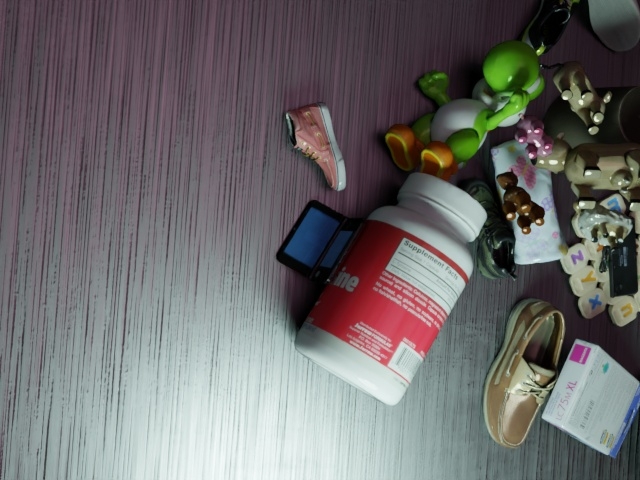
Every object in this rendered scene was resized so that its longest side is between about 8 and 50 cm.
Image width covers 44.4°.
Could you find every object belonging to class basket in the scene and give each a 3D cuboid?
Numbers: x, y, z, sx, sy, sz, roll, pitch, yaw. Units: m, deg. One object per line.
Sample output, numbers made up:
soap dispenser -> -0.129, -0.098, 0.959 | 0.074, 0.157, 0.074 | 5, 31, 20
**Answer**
basket -> 0.600, -0.244, 1.643 | 0.154, 0.227, 0.204 | 31, 80, -18

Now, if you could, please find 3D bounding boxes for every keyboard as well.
keyboard -> 0.664, 0.037, 1.759 | 0.108, 0.023, 0.180 | -5, 92, -26

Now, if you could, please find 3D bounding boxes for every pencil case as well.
pencil case -> 0.441, -0.083, 1.648 | 0.124, 0.113, 0.273 | -13, 95, 2

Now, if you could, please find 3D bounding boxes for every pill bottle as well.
pill bottle -> 0.143, 0.085, 1.486 | 0.229, 0.229, 0.407 | 35, 80, -17

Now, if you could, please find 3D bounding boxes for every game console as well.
game console -> 0.000, 0.000, 1.488 | 0.085, 0.124, 0.144 | 34, 80, -18

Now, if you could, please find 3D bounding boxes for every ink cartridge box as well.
ink cartridge box -> 0.601, 0.350, 1.702 | 0.311, 0.065, 0.185 | 33, 80, -41

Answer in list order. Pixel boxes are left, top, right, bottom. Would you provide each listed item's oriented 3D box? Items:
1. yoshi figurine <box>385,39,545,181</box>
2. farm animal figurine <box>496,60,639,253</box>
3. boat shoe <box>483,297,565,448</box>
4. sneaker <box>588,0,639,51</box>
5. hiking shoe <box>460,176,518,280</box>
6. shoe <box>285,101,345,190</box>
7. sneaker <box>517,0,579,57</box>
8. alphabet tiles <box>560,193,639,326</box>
yoshi figurine -> 0.308, -0.278, 1.561 | 0.362, 0.203, 0.203 | -37, 95, -20
farm animal figurine -> 0.497, -0.166, 1.493 | 0.327, 0.172, 0.330 | 17, 127, -6
boat shoe -> 0.433, 0.280, 1.650 | 0.123, 0.116, 0.324 | 14, 86, -18
sneaker -> 0.640, -0.573, 1.714 | 0.292, 0.108, 0.169 | 52, 50, -34
hiking shoe -> 0.360, -0.027, 1.621 | 0.086, 0.114, 0.226 | -23, 98, -18
shoe -> -0.011, -0.176, 1.516 | 0.081, 0.063, 0.177 | -15, 91, -17
sneaker -> 0.513, -0.484, 1.676 | 0.084, 0.097, 0.234 | 32, 80, -18
alphabet tiles -> 0.674, 0.045, 1.785 | 0.278, 0.021, 0.284 | -28, 100, -17
